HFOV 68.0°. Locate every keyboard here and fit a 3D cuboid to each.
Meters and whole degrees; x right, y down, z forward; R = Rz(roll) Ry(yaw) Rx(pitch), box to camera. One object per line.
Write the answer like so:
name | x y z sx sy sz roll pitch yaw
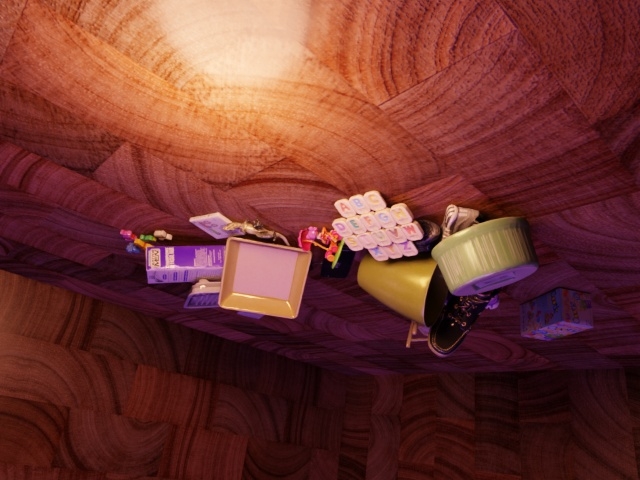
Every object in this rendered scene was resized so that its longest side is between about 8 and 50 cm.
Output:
keyboard | 0.029 0.087 1.939 0.201 0.033 0.317 3 155 -3

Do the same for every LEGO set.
LEGO set | -0.735 0.001 1.936 0.227 0.087 0.093 -2 154 19

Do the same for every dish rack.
dish rack | -0.459 0.236 2.126 0.285 0.073 0.333 -1 161 -22

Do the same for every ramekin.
ramekin | 0.510 0.060 1.459 0.303 0.148 0.303 -13 160 -5

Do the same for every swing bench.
swing bench | 0.443 0.301 2.018 0.165 0.255 0.253 -3 155 4

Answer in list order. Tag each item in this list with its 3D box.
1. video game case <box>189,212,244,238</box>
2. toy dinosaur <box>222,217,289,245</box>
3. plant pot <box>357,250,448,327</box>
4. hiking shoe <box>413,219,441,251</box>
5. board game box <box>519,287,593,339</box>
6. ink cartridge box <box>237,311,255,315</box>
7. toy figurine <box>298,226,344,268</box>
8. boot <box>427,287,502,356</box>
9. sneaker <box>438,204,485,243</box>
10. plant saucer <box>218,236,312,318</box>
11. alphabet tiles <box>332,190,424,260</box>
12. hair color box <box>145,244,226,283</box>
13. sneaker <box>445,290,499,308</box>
video game case | -0.387 -0.053 1.785 0.143 0.019 0.157 -7 151 31
toy dinosaur | -0.215 -0.033 1.726 0.267 0.064 0.118 17 168 -21
plant pot | 0.296 0.143 1.746 0.293 0.275 0.275 15 161 30
hiking shoe | 0.342 -0.011 1.580 0.114 0.086 0.226 9 166 -24
board game box | 0.976 0.314 1.982 0.141 0.145 0.275 11 156 -7
ink cartridge box | -0.339 0.314 2.436 0.127 0.128 0.176 17 154 -17
toy figurine | 0.000 0.000 1.688 0.159 0.130 0.173 20 133 -2
boot | 0.542 0.235 1.743 0.138 0.377 0.284 38 156 18
sneaker | 0.447 -0.029 1.488 0.132 0.086 0.229 3 154 6
plant saucer | -0.225 0.140 1.916 0.332 0.081 0.333 10 116 -7
alphabet tiles | 0.179 -0.036 1.517 0.283 0.021 0.278 -12 128 40
hair color box | -0.543 0.099 1.967 0.338 0.110 0.185 -2 159 -19
sneaker | 0.630 0.226 1.983 0.236 0.095 0.105 -1 148 9
